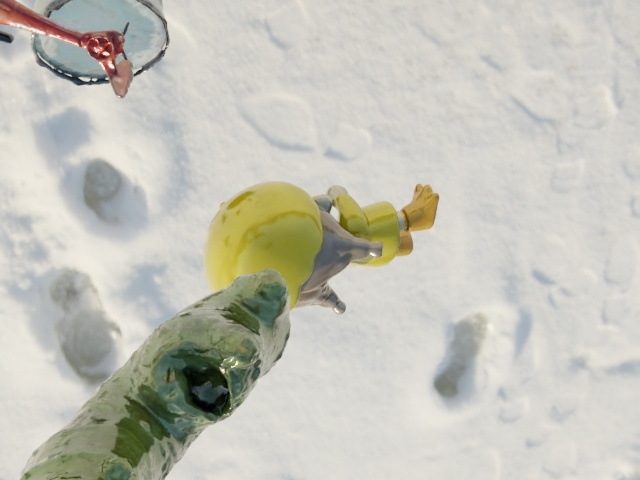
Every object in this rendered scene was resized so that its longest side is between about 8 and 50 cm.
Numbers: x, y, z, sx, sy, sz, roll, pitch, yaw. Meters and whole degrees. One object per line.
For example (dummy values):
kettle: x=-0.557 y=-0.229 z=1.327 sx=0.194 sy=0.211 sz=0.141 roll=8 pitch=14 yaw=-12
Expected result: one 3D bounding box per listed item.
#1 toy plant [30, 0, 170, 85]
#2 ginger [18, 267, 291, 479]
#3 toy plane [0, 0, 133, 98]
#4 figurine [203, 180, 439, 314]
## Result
toy plant: x=-0.389 y=-0.463 z=1.760 sx=0.247 sy=0.332 sz=0.247 roll=-10 pitch=153 yaw=-5
ginger: x=-0.104 y=0.109 z=0.657 sx=0.137 sy=0.290 sz=0.089 roll=-17 pitch=108 yaw=44
toy plane: x=-0.207 y=-0.139 z=0.618 sx=0.194 sy=0.126 sz=0.077 roll=31 pitch=129 yaw=0
figurine: x=0.000 y=0.000 z=1.467 sx=0.344 sy=0.187 sz=0.215 roll=-13 pitch=140 yaw=-28
